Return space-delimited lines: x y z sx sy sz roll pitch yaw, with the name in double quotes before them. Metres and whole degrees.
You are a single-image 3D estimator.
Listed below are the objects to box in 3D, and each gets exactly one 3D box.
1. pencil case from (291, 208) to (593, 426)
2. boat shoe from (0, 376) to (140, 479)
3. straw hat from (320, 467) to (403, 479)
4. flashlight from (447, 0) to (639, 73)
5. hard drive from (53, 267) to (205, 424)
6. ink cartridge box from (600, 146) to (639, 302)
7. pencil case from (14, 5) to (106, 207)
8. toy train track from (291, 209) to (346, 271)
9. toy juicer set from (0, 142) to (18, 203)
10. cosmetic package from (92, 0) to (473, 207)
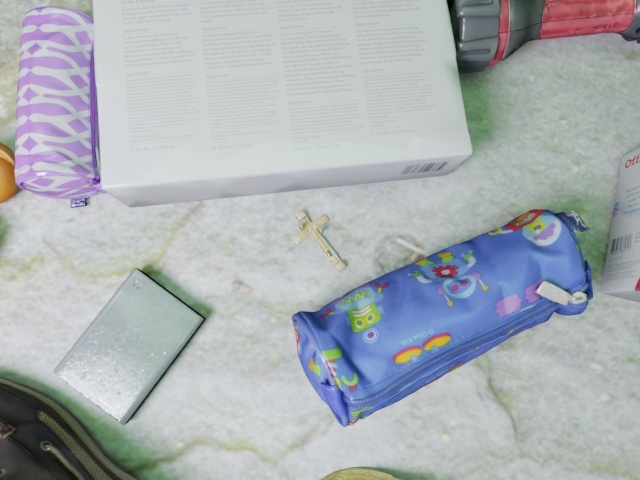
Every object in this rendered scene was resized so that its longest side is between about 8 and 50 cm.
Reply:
"pencil case" 0.125 0.074 0.516 0.305 0.133 0.120 -23 112 -6
"boat shoe" -0.270 0.234 0.467 0.355 0.130 0.133 29 80 2
"straw hat" 0.045 0.305 0.505 0.144 0.145 0.061 -11 124 -5
"flashlight" 0.289 -0.260 0.593 0.303 0.103 0.103 -6 80 -3
"hard drive" -0.202 0.111 0.546 0.094 0.022 0.135 35 81 3
"ink cartridge box" 0.406 -0.017 0.545 0.127 0.128 0.176 14 81 -1
"pencil case" -0.278 -0.145 0.551 0.088 0.086 0.206 -6 81 4
"toy train track" 0.000 0.000 0.579 0.048 0.014 0.083 -37 85 -8
"toy juicer set" -0.464 -0.011 0.526 0.209 0.089 0.329 40 72 -9
"cosmetic package" -0.046 -0.200 0.568 0.376 0.097 0.285 -6 83 -4
